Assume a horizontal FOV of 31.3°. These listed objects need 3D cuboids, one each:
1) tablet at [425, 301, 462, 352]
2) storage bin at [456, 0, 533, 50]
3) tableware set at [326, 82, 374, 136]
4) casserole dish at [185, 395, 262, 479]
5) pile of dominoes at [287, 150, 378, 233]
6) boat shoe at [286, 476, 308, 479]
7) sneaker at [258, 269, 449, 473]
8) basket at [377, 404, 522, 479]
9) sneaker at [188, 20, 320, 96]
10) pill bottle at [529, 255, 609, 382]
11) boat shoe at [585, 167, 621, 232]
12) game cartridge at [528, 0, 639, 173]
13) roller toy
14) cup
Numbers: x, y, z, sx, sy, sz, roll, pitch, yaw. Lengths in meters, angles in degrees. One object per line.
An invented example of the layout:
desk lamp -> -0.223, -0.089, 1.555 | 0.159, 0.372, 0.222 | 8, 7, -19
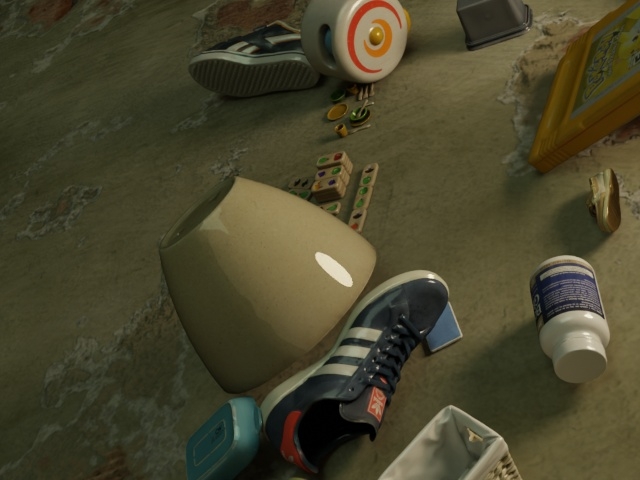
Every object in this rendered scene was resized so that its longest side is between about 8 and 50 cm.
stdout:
tablet -> 0.182, 0.131, 1.733 | 0.054, 0.006, 0.083 | -28, 36, 10
storage bin -> 0.327, -0.442, 2.185 | 0.135, 0.091, 0.098 | -13, 42, 26
tableware set -> 0.054, -0.262, 2.259 | 0.104, 0.024, 0.154 | -18, 40, 23
casserole dish -> -0.152, 0.307, 1.710 | 0.188, 0.037, 0.114 | -45, 39, 34
pile of dominoes -> -0.006, -0.057, 2.065 | 0.196, 0.040, 0.251 | -11, 42, 29
boat shoe -> -0.002, 0.374, 1.571 | 0.153, 0.056, 0.048 | 20, 58, 41
sneaker -> 0.073, 0.198, 1.650 | 0.350, 0.131, 0.148 | -46, 35, 2
basket -> 0.164, 0.316, 1.460 | 0.167, 0.103, 0.113 | -46, 38, -13
sneaker -> -0.128, -0.393, 2.470 | 0.321, 0.126, 0.127 | 3, 55, 27
pill bottle -> 0.341, 0.109, 1.556 | 0.094, 0.094, 0.169 | -21, 38, 19
boat shoe -> 0.423, -0.055, 1.717 | 0.045, 0.050, 0.135 | -18, 29, 27
game cartridge -> 0.472, -0.281, 1.807 | 0.324, 0.053, 0.285 | -35, 25, 51
roller toy -> 0.073, -0.411, 2.272 | 0.146, 0.209, 0.191 | 21, 85, 48
cup -> -0.112, 0.039, 1.790 | 0.331, 0.237, 0.331 | -39, 16, 13
